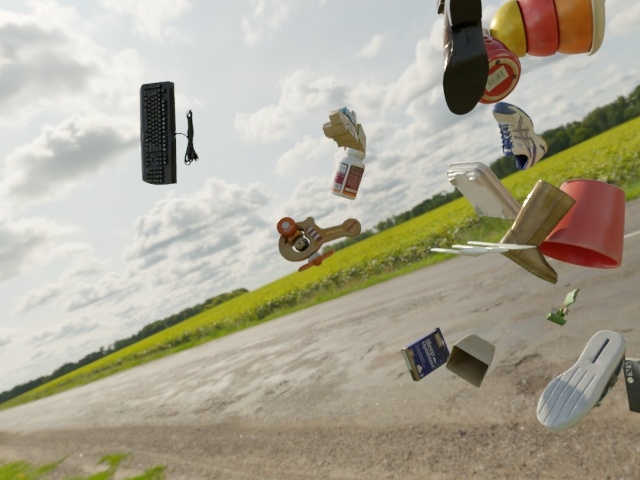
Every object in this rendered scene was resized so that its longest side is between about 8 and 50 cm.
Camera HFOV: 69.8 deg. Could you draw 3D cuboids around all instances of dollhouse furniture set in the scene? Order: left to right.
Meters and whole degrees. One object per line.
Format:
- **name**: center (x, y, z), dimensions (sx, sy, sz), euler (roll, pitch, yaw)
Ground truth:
- **dollhouse furniture set**: center (0.881, 0.233, 1.673), dimensions (0.151, 0.059, 0.076), euler (-56, -17, -21)

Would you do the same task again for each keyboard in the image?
- **keyboard**: center (-0.473, -0.331, 1.420), dimensions (0.202, 0.316, 0.033), euler (0, 4, 14)

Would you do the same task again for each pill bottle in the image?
- **pill bottle**: center (0.091, -0.210, 1.447), dimensions (0.086, 0.151, 0.086), euler (17, 10, -3)

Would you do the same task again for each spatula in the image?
- **spatula**: center (0.398, 0.017, 1.177), dimensions (0.168, 0.019, 0.242), euler (-10, 6, -16)

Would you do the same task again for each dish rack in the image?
- **dish rack**: center (0.714, -0.209, 2.040), dimensions (0.072, 0.333, 0.285), euler (-47, 17, -6)

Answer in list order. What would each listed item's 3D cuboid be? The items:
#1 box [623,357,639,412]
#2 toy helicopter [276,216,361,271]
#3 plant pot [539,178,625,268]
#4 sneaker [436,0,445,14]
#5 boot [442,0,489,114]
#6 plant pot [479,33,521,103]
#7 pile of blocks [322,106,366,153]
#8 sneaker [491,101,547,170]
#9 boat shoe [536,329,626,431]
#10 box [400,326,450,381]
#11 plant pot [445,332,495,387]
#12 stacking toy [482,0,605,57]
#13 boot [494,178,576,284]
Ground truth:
- **box**: center (1.122, 0.493, 1.528), dimensions (0.045, 0.184, 0.191), euler (-2, -5, -27)
- **toy helicopter**: center (0.000, 0.000, 1.898), dimensions (0.356, 0.234, 0.140), euler (-15, -26, 5)
- **plant pot**: center (0.890, -0.060, 1.551), dimensions (0.275, 0.243, 0.275), euler (19, -6, 2)
- **sneaker**: center (0.337, -0.685, 1.203), dimensions (0.069, 0.071, 0.169), euler (-13, -43, -18)
- **boot**: center (0.312, -0.446, 1.053), dimensions (0.096, 0.263, 0.280), euler (-9, 25, 15)
- **plant pot**: center (0.532, -0.541, 1.474), dimensions (0.191, 0.191, 0.174), euler (-24, 41, 7)
- **pile of blocks**: center (0.083, -0.449, 1.848), dimensions (0.113, 0.148, 0.362), euler (-8, -11, 21)
- **sneaker**: center (0.723, -0.381, 1.703), dimensions (0.131, 0.296, 0.112), euler (-51, 21, -2)
- **boat shoe**: center (0.737, 0.404, 1.259), dimensions (0.335, 0.119, 0.121), euler (-44, 26, -8)
- **box**: center (0.433, 0.448, 1.833), dimensions (0.225, 0.136, 0.037), euler (-21, -2, -32)
- **plant pot**: center (0.441, 0.334, 1.322), dimensions (0.096, 0.109, 0.109), euler (-36, -37, -39)
- **stacking toy**: center (0.759, -0.802, 1.709), dimensions (0.481, 0.350, 0.351), euler (-11, 3, 22)
- **boot**: center (0.729, -0.024, 1.476), dimensions (0.269, 0.236, 0.089), euler (-57, -4, 11)
